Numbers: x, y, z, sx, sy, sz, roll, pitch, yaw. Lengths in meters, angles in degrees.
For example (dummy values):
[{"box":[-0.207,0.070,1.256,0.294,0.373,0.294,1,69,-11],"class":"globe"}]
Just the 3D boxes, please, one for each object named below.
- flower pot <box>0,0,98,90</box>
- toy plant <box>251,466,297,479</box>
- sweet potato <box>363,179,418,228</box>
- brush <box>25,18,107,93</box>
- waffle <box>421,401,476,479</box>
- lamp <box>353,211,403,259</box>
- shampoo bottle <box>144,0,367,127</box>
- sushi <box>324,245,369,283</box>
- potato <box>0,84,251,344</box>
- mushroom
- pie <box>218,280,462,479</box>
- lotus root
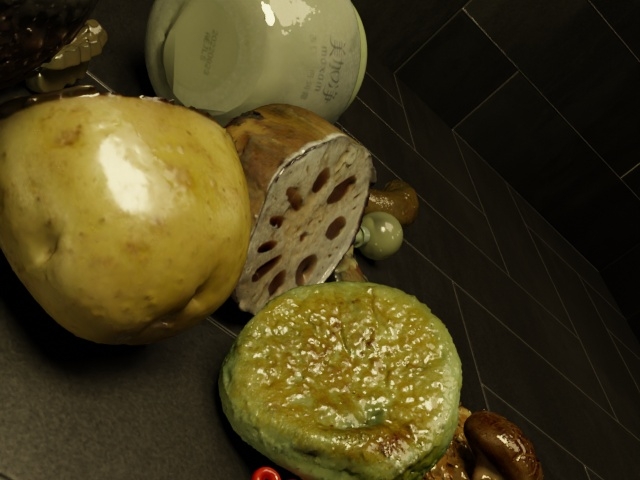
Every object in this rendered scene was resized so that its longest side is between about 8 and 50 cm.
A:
[{"box":[-0.361,-0.194,0.615,0.266,0.267,0.267,40,22,-20],"class":"flower pot"},{"box":[0.024,0.328,0.716,0.240,0.088,0.155,31,40,-14],"class":"toy plant"},{"box":[0.142,-0.074,1.570,0.124,0.098,0.310,34,18,22],"class":"sweet potato"},{"box":[-0.356,-0.208,0.905,0.071,0.084,0.301,46,28,-9],"class":"brush"},{"box":[0.121,0.287,0.949,0.308,0.091,0.213,27,31,-41],"class":"waffle"},{"box":[0.080,-0.010,1.371,0.163,0.091,0.091,3,49,-49],"class":"lamp"},{"box":[-0.101,-0.297,1.188,0.322,0.322,0.317,54,32,14],"class":"shampoo bottle"},{"box":[0.000,0.000,1.179,0.373,0.100,0.296,54,23,14],"class":"sushi"},{"box":[-0.183,-0.009,0.736,0.243,0.242,0.285,59,16,25],"class":"potato"},{"box":[0.228,0.272,0.945,0.126,0.085,0.109,57,21,-3],"class":"mushroom"},{"box":[0.026,0.152,0.844,0.276,0.079,0.277,5,41,-5],"class":"pie"},{"box":[-0.071,-0.053,0.978,0.192,0.272,0.272,35,17,22],"class":"lotus root"}]
